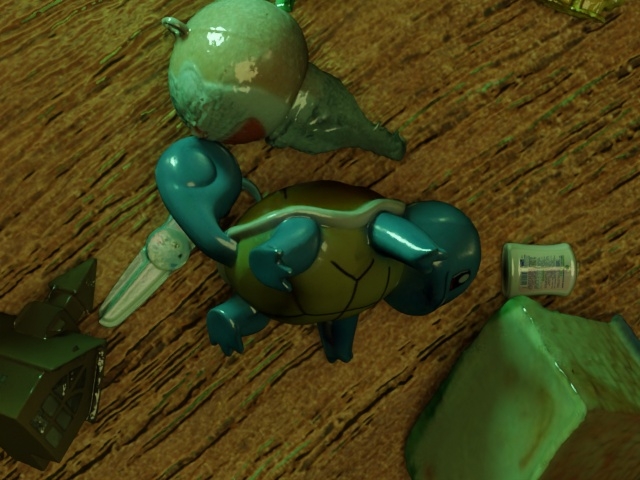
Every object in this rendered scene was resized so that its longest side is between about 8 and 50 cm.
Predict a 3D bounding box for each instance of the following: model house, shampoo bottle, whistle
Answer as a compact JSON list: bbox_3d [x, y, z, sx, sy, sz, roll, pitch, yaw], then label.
[{"bbox_3d":[0.312,0.260,1.944,0.280,0.245,0.312,10,123,-36],"label":"model house"},{"bbox_3d":[0.285,0.038,1.991,0.099,0.043,0.072,-1,97,-10],"label":"shampoo bottle"},{"bbox_3d":[-0.048,-0.165,1.856,0.347,0.189,0.189,29,91,-23],"label":"whistle"},{"bbox_3d":[-0.324,0.132,1.869,0.248,0.180,0.176,-60,145,-25],"label":"model house"}]

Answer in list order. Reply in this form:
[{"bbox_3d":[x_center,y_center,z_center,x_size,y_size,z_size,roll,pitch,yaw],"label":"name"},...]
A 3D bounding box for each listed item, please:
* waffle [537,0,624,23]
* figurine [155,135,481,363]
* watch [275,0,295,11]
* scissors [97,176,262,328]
[{"bbox_3d":[0.310,-0.403,1.943,0.229,0.057,0.219,18,92,-11],"label":"waffle"},{"bbox_3d":[-0.010,0.027,1.858,0.416,0.243,0.298,16,137,-13],"label":"figurine"},{"bbox_3d":[0.013,-0.343,1.848,0.152,0.165,0.131,1,108,9],"label":"watch"},{"bbox_3d":[-0.186,0.008,1.918,0.125,0.030,0.256,41,86,-14],"label":"scissors"}]
